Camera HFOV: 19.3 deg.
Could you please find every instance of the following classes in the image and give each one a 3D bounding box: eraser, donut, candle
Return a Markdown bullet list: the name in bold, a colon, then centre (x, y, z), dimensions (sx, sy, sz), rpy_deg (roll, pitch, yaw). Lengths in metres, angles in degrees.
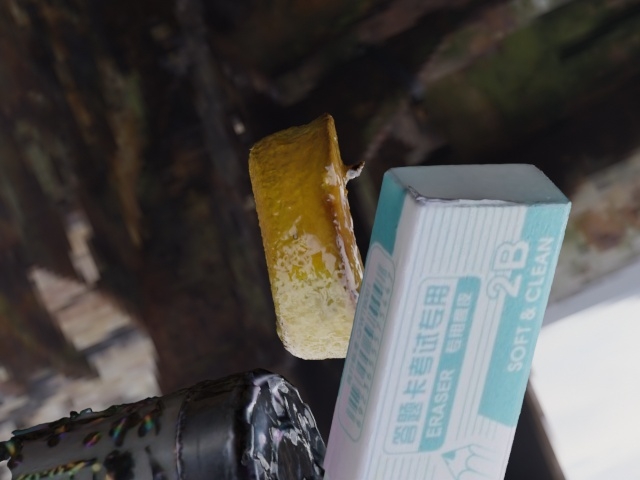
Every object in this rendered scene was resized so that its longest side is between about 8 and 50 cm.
- **eraser**: centre (0.064, 0.067, 1.030), dimensions (0.096, 0.225, 0.052), rpy_deg (-3, -152, -27)
- **donut**: centre (0.000, 0.000, 1.820), dimensions (0.118, 0.253, 0.253), rpy_deg (-8, 176, -3)
- **candle**: centre (-0.147, 0.213, 1.406), dimensions (0.330, 0.187, 0.187), rpy_deg (-16, 179, 19)
